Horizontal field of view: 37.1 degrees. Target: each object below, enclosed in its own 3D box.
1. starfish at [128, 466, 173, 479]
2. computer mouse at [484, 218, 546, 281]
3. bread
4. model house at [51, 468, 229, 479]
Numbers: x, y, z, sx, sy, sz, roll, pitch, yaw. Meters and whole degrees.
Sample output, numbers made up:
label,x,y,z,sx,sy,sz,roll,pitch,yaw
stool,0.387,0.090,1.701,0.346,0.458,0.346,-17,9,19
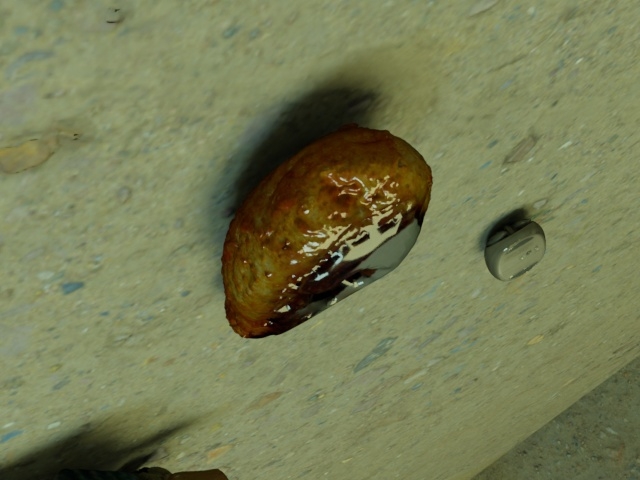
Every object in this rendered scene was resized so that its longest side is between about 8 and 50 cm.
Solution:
label,x,y,z,sx,sy,sz,roll,pitch,yaw
starfish,-0.236,0.314,1.038,0.189,0.074,0.146,-21,155,-23
computer mouse,0.197,0.006,0.982,0.066,0.039,0.096,-31,151,-1
bread,-0.007,0.002,0.659,0.139,0.095,0.269,-22,171,-17
model house,-0.194,0.326,0.892,0.301,0.190,0.271,-35,120,-21
